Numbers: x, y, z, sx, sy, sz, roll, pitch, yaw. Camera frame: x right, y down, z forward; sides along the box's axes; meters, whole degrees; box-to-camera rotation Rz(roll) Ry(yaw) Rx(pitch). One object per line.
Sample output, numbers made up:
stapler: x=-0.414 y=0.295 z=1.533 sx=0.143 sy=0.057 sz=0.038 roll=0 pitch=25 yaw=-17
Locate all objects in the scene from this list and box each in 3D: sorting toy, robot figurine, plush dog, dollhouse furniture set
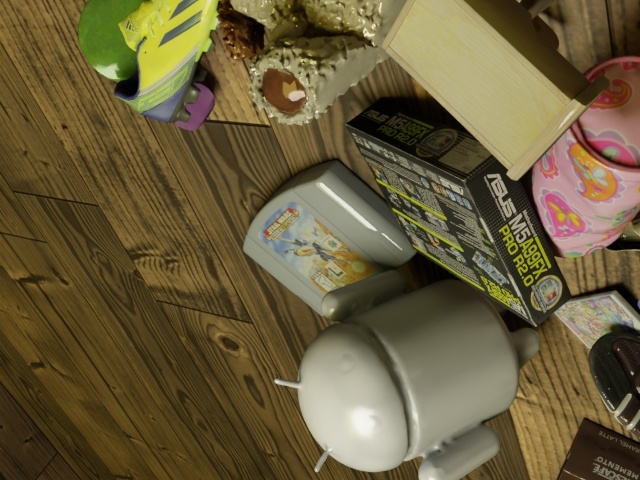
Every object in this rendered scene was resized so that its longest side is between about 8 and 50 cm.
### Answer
sorting toy: x=-0.285 y=-0.299 z=1.277 sx=0.365 sy=0.127 sz=0.126 roll=48 pitch=174 yaw=-23
robot figurine: x=0.119 y=0.178 z=1.252 sx=0.300 sy=0.353 sz=0.200 roll=59 pitch=153 yaw=25
plush dog: x=-0.011 y=-0.279 z=0.997 sx=0.225 sy=0.210 sz=0.263 roll=34 pitch=121 yaw=28
dollhouse furniture set: x=0.199 y=-0.192 z=0.810 sx=0.161 sy=0.242 sz=0.212 roll=46 pitch=147 yaw=8

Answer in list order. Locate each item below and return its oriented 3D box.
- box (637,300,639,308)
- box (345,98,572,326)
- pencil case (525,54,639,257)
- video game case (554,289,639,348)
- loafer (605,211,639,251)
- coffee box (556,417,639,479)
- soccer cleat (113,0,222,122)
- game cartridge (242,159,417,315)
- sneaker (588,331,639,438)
box: x=0.452 y=0.083 z=1.129 sx=0.136 sy=0.028 sz=0.081 roll=-4 pitch=130 yaw=47
box: x=0.155 y=-0.040 z=1.107 sx=0.216 sy=0.060 sz=0.270 roll=58 pitch=169 yaw=-30
pencil case: x=0.277 y=-0.072 z=0.939 sx=0.124 sy=0.124 sz=0.284 roll=28 pitch=167 yaw=12
video game case: x=0.366 y=0.104 z=1.231 sx=0.087 sy=0.011 sz=0.122 roll=44 pitch=153 yaw=-12
loafer: x=0.379 y=-0.012 z=1.054 sx=0.056 sy=0.050 sz=0.148 roll=49 pitch=145 yaw=-19
coffee box: x=0.433 y=0.402 z=1.474 sx=0.141 sy=0.098 sz=0.247 roll=22 pitch=145 yaw=19
soccer cleat: x=-0.181 y=-0.265 z=1.143 sx=0.121 sy=0.093 sz=0.289 roll=18 pitch=132 yaw=-10
game cartridge: x=0.000 y=0.000 z=1.409 sx=0.198 sy=0.062 sz=0.297 roll=37 pitch=147 yaw=-9
sneaker: x=0.450 y=0.234 z=1.237 sx=0.281 sy=0.106 sz=0.162 roll=43 pitch=176 yaw=6
